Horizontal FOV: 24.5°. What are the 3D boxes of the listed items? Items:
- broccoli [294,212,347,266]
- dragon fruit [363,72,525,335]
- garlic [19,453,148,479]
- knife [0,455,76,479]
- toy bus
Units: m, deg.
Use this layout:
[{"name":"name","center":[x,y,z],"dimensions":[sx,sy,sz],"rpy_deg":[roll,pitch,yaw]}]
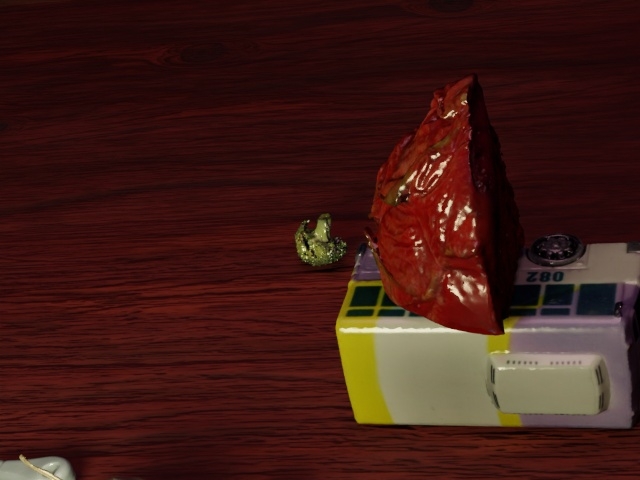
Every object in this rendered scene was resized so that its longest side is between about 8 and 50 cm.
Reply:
[{"name":"broccoli","center":[0.000,0.000,2.532],"dimensions":[0.095,0.092,0.097],"rpy_deg":[6,14,1]},{"name":"dragon fruit","center":[0.187,-0.073,2.034],"dimensions":[0.302,0.330,0.240],"rpy_deg":[18,23,41]},{"name":"garlic","center":[-0.297,0.389,1.880],"dimensions":[0.207,0.257,0.207],"rpy_deg":[-36,39,36]},{"name":"knife","center":[-0.506,0.348,2.160],"dimensions":[0.331,0.044,0.080],"rpy_deg":[-2,39,25]},{"name":"toy bus","center":[0.260,0.137,2.114],"dimensions":[0.440,0.209,0.249],"rpy_deg":[-1,34,16]}]
